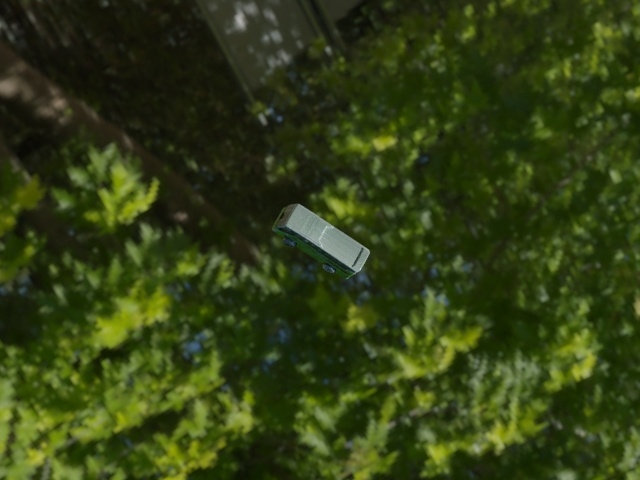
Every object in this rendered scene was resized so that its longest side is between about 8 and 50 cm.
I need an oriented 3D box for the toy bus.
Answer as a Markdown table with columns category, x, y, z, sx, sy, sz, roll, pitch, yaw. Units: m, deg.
| category | x | y | z | sx | sy | sz | roll | pitch | yaw |
| --- | --- | --- | --- | --- | --- | --- | --- | --- | --- |
| toy bus | 0.000 | 0.000 | 1.099 | 0.031 | 0.083 | 0.037 | -60 | -169 | -20 |
